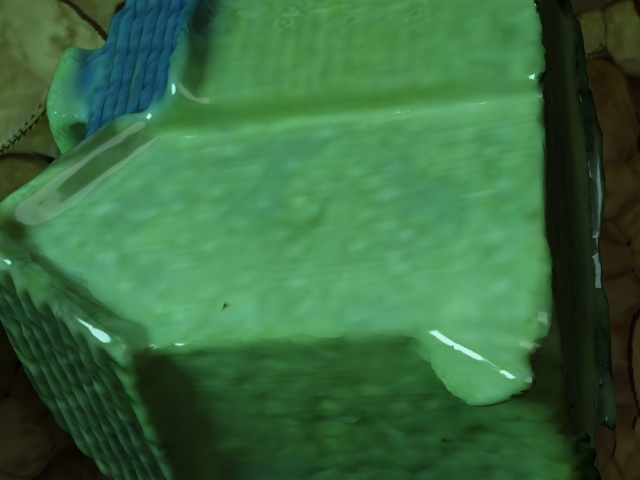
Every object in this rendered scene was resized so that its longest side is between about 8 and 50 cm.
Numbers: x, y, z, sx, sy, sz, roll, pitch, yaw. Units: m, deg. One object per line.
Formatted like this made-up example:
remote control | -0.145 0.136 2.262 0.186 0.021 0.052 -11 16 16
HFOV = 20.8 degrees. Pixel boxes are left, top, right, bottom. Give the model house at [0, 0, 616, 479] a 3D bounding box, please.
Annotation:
model house | 0.000 0.000 0.826 0.266 0.261 0.321 -4 51 10
